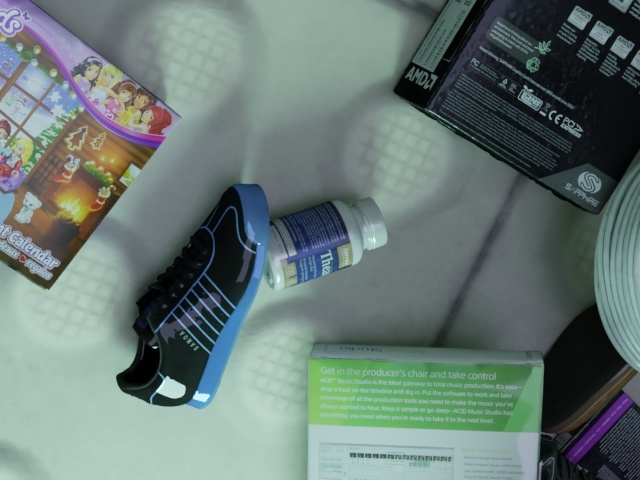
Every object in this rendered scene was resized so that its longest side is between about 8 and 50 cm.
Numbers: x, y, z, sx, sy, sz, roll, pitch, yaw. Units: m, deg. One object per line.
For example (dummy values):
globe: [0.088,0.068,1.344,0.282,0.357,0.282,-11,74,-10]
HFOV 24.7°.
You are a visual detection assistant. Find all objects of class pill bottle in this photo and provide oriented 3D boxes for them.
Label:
pill bottle: [0.000,0.000,1.403,0.120,0.067,0.067,-19,112,-13]

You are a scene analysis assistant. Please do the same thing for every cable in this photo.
cable: [0.394,0.023,1.444,0.257,0.089,0.257,9,90,-24]

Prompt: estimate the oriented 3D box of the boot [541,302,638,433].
boot: [0.346,0.104,1.546,0.305,0.112,0.115,-46,123,-4]

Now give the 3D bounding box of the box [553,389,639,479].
box: [0.334,0.246,1.626,0.116,0.029,0.162,-47,115,0]

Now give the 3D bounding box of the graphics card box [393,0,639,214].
graphics card box: [0.264,-0.237,1.410,0.233,0.094,0.371,28,95,-26]

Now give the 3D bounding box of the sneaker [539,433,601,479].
sneaker: [0.264,0.259,1.552,0.077,0.072,0.178,-7,144,14]

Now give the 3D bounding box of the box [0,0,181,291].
box: [-0.295,-0.117,1.263,0.293,0.057,0.201,37,91,-26]

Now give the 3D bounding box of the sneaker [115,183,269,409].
sneaker: [-0.120,0.051,1.368,0.090,0.081,0.232,11,104,-30]

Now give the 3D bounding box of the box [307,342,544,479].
box: [0.102,0.265,1.470,0.232,0.058,0.322,2,103,4]
